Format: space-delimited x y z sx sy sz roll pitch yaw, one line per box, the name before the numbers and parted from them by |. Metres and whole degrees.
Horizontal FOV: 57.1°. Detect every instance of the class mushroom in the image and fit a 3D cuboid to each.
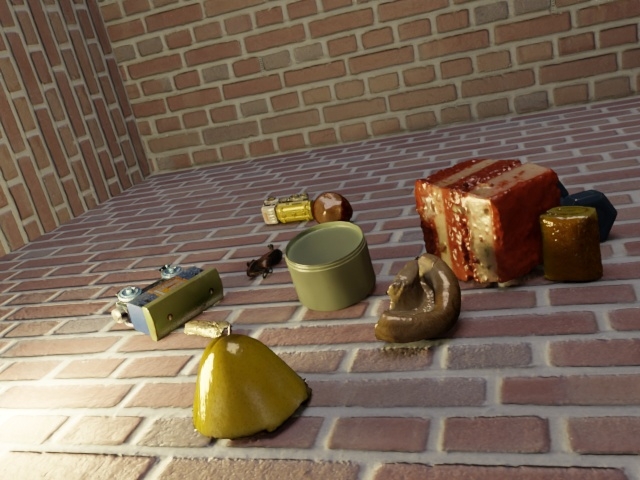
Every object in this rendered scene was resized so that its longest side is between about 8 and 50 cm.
mushroom | 0.247 0.141 1.351 0.151 0.156 0.285 14 43 30

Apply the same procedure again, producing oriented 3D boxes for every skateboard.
skateboard | -0.177 0.078 1.929 0.080 0.067 0.151 15 37 35

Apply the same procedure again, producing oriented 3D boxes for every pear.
pear | -0.168 0.272 1.202 0.267 0.178 0.267 -14 22 6

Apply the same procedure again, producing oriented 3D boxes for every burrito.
burrito | -0.303 0.237 1.579 0.171 0.042 0.051 2 34 40

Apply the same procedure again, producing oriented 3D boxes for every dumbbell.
dumbbell | 0.701 -0.097 1.711 0.143 0.156 0.316 -43 19 5

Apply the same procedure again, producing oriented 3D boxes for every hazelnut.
hazelnut | 0.045 -0.108 2.200 0.154 0.143 0.143 2 23 17

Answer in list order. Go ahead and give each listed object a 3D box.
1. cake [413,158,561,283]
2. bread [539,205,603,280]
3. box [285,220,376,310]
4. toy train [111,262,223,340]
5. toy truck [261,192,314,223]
cake | 0.445 -0.060 1.576 0.270 0.269 0.319 -23 21 -28
bread | 0.610 0.007 1.430 0.132 0.172 0.103 0 21 36
box | 0.028 0.066 1.620 0.226 0.149 0.226 -12 30 7
toy train | -0.448 0.173 1.739 0.202 0.131 0.300 11 31 35
toy truck | -0.128 -0.124 2.387 0.227 0.098 0.114 -5 27 18
